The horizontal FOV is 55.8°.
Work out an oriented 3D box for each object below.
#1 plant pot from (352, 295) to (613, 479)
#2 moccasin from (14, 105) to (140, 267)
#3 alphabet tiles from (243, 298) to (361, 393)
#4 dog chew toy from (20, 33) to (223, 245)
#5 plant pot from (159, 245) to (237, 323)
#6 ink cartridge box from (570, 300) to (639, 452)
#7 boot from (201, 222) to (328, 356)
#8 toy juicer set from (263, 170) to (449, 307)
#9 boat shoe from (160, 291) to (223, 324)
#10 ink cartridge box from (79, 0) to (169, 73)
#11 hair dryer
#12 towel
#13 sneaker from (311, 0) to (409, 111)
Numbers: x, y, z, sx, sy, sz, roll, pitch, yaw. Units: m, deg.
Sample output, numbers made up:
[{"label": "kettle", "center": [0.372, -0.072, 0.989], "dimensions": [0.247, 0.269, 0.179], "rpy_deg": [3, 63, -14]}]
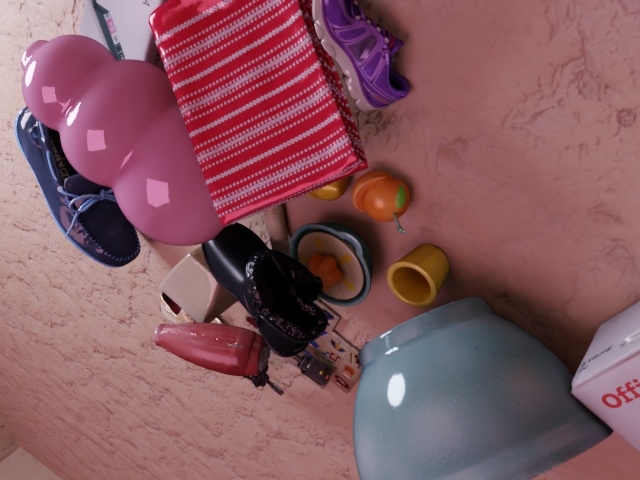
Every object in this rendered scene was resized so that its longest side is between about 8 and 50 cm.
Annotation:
[{"label": "plant pot", "center": [0.160, 0.190, 0.727], "dimensions": [0.293, 0.293, 0.196], "rpy_deg": [-48, 58, 49]}, {"label": "moccasin", "center": [-0.444, -0.103, 1.106], "dimensions": [0.117, 0.138, 0.342], "rpy_deg": [-26, 103, 44]}, {"label": "alphabet tiles", "center": [-0.026, 0.161, 1.042], "dimensions": [0.237, 0.009, 0.198], "rpy_deg": [37, 138, 12]}, {"label": "dog chew toy", "center": [-0.247, -0.142, 0.812], "dimensions": [0.332, 0.207, 0.206], "rpy_deg": [37, 141, -12]}, {"label": "plant pot", "center": [-0.192, 0.061, 1.042], "dimensions": [0.109, 0.109, 0.096], "rpy_deg": [39, 128, 10]}, {"label": "ink cartridge box", "center": [0.425, 0.162, 0.560], "dimensions": [0.289, 0.121, 0.211], "rpy_deg": [42, 139, 7]}, {"label": "boot", "center": [-0.081, 0.044, 0.831], "dimensions": [0.246, 0.094, 0.207], "rpy_deg": [56, 162, 12]}, {"label": "toy juicer set", "center": [0.000, 0.000, 0.831], "dimensions": [0.329, 0.089, 0.209], "rpy_deg": [-7, 116, 44]}, {"label": "boat shoe", "center": [-0.257, 0.145, 1.189], "dimensions": [0.170, 0.063, 0.059], "rpy_deg": [21, 138, 29]}, {"label": "ink cartridge box", "center": [-0.220, -0.278, 0.832], "dimensions": [0.239, 0.060, 0.275], "rpy_deg": [46, 139, 5]}, {"label": "hair dryer", "center": [-0.149, 0.215, 1.037], "dimensions": [0.293, 0.080, 0.223], "rpy_deg": [31, 143, -24]}, {"label": "towel", "center": [-0.079, -0.176, 0.690], "dimensions": [0.198, 0.031, 0.275], "rpy_deg": [-21, 88, 20]}, {"label": "sneaker", "center": [0.047, -0.217, 0.639], "dimensions": [0.071, 0.068, 0.170], "rpy_deg": [-9, 137, 30]}]
